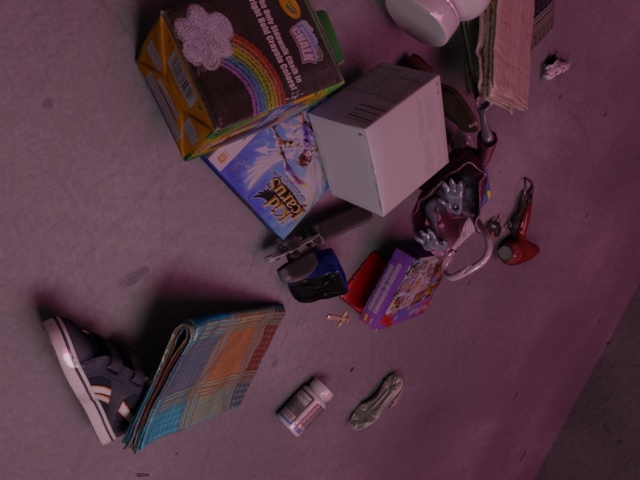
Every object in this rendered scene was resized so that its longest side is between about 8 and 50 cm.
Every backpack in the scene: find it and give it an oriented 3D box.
[{"bbox_3d":[-0.010,0.080,1.337,0.120,0.101,0.098,-19,132,8],"label":"backpack"}]

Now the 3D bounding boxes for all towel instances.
[{"bbox_3d":[0.395,-0.421,1.302,0.187,0.049,0.282,6,88,-49],"label":"towel"},{"bbox_3d":[-0.208,0.256,1.217,0.271,0.040,0.370,-64,158,10],"label":"towel"},{"bbox_3d":[0.421,-0.533,1.397,0.324,0.056,0.312,-44,140,-16],"label":"towel"}]

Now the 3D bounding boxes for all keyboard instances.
[{"bbox_3d":[0.346,0.022,1.690,0.256,0.014,0.072,-40,136,-17],"label":"keyboard"}]

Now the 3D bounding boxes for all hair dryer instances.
[{"bbox_3d":[0.618,-0.026,1.862,0.223,0.080,0.293,-47,138,-11],"label":"hair dryer"}]

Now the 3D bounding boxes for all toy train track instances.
[{"bbox_3d":[0.047,0.196,1.522,0.083,0.014,0.048,18,102,-46],"label":"toy train track"}]

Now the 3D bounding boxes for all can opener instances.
[{"bbox_3d":[0.000,0.000,1.292,0.280,0.074,0.093,-31,100,-35],"label":"can opener"}]

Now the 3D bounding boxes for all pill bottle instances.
[{"bbox_3d":[-0.036,0.415,1.534,0.137,0.078,0.078,-44,137,-13],"label":"pill bottle"},{"bbox_3d":[0.273,-0.539,1.144,0.334,0.188,0.188,-54,138,-2],"label":"pill bottle"}]

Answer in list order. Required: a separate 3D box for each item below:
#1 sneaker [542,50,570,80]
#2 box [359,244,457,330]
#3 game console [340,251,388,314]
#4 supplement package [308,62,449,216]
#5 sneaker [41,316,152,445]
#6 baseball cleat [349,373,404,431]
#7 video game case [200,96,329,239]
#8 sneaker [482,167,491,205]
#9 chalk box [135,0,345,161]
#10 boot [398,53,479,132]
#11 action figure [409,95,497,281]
[{"bbox_3d":[0.626,-0.473,1.621,0.098,0.038,0.069,-37,135,-20],"label":"sneaker"},{"bbox_3d":[0.225,0.108,1.531,0.293,0.057,0.201,-3,123,-59],"label":"box"},{"bbox_3d":[0.123,0.115,1.543,0.144,0.085,0.124,-50,169,-5],"label":"game console"},{"bbox_3d":[0.116,-0.194,1.159,0.203,0.149,0.194,-39,133,-25],"label":"supplement package"},{"bbox_3d":[-0.378,0.226,1.071,0.127,0.126,0.321,-27,141,-23],"label":"sneaker"},{"bbox_3d":[0.174,0.482,1.777,0.206,0.072,0.109,-42,143,-9],"label":"baseball cleat"},{"bbox_3d":[-0.069,-0.168,1.155,0.244,0.061,0.269,-48,138,-7],"label":"video game case"},{"bbox_3d":[0.381,-0.150,1.575,0.082,0.069,0.209,-41,136,-10],"label":"sneaker"},{"bbox_3d":[-0.098,-0.268,0.936,0.289,0.179,0.180,-27,96,-28],"label":"chalk box"},{"bbox_3d":[0.218,-0.275,1.255,0.106,0.219,0.082,-37,159,-7],"label":"boot"},{"bbox_3d":[0.325,-0.139,1.362,0.276,0.248,0.370,52,34,-15],"label":"action figure"}]
